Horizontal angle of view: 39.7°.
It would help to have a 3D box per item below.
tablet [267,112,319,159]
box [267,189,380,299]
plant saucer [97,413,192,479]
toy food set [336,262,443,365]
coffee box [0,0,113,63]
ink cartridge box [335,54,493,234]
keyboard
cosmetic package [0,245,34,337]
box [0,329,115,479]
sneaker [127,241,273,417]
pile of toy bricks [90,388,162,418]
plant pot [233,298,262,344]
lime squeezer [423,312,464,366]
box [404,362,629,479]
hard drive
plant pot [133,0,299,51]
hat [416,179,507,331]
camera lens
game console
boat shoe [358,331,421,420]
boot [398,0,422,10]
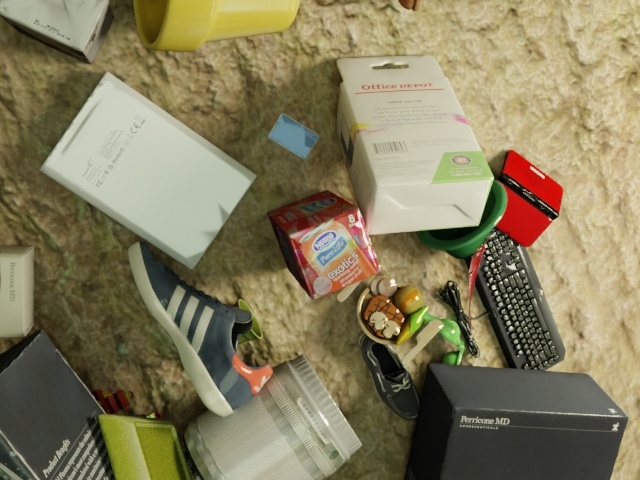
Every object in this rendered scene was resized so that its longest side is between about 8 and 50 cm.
[{"bbox_3d":[-0.050,-0.193,1.644,0.083,0.006,0.054,30,91,-14],"label":"tablet"},{"bbox_3d":[0.000,0.000,1.550,0.128,0.257,0.123,-21,104,-7],"label":"box"},{"bbox_3d":[-0.278,0.375,1.488,0.045,0.188,0.188,-27,69,14],"label":"plant saucer"},{"bbox_3d":[0.132,0.130,1.664,0.192,0.038,0.132,43,71,3],"label":"toy food set"},{"bbox_3d":[-0.421,-0.364,1.429,0.141,0.246,0.098,25,91,-13],"label":"coffee box"},{"bbox_3d":[0.147,-0.180,1.569,0.207,0.353,0.119,-4,137,-10],"label":"ink cartridge box"},{"bbox_3d":[0.352,0.137,1.750,0.201,0.033,0.317,-26,100,-6],"label":"keyboard"},{"bbox_3d":[-0.647,0.084,1.507,0.296,0.129,0.153,0,96,-11],"label":"cosmetic package"},{"bbox_3d":[-0.541,0.488,1.444,0.480,0.297,0.472,-32,100,11],"label":"box"},{"bbox_3d":[-0.208,0.131,1.561,0.148,0.131,0.350,-32,79,-8],"label":"sneaker"},{"bbox_3d":[-0.331,0.354,1.627,0.105,0.118,0.212,-26,91,-45],"label":"pile of toy bricks"},{"bbox_3d":[-0.162,0.163,1.639,0.079,0.083,0.083,-29,102,6],"label":"plant pot"},{"bbox_3d":[0.232,0.223,1.726,0.110,0.059,0.310,-23,102,-7],"label":"lime squeezer"},{"bbox_3d":[0.359,0.418,1.686,0.343,0.179,0.312,6,109,-11],"label":"box"},{"bbox_3d":[-0.304,-0.122,1.588,0.318,0.040,0.210,35,90,-13],"label":"hard drive"},{"bbox_3d":[-0.169,-0.439,1.480,0.239,0.254,0.254,-1,98,-25],"label":"plant pot"},{"bbox_3d":[0.291,0.011,1.692,0.208,0.173,0.183,-40,127,-4],"label":"hat"},{"bbox_3d":[-0.092,0.363,1.600,0.274,0.219,0.219,-33,102,-5],"label":"camera lens"},{"bbox_3d":[0.387,-0.082,1.725,0.144,0.085,0.124,34,49,-13],"label":"game console"},{"bbox_3d":[0.138,0.268,1.709,0.075,0.065,0.206,-30,102,-5],"label":"boat shoe"},{"bbox_3d":[0.057,-0.523,1.566,0.220,0.109,0.283,-17,98,-9],"label":"boot"}]
